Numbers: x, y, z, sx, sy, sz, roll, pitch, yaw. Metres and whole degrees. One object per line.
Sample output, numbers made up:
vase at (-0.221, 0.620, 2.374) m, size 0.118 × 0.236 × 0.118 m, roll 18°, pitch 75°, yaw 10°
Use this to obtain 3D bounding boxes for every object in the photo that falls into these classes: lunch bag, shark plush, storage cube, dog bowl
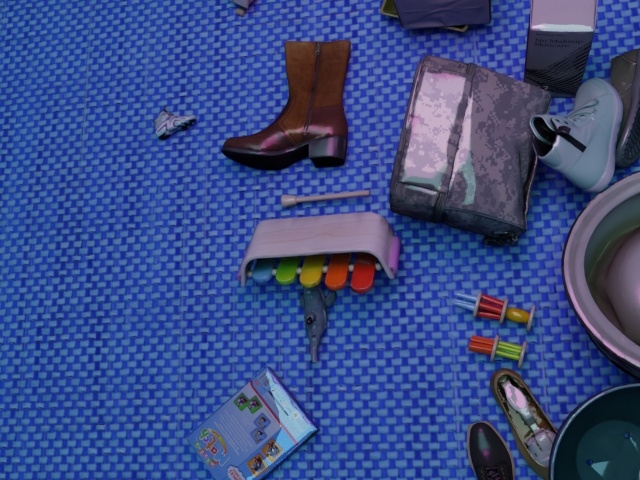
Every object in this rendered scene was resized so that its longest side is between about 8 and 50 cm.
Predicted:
lunch bag at (0.278, -0.161, 1.464) m, size 0.256 × 0.212 × 0.304 m, roll 13°, pitch 82°, yaw 10°
shark plush at (-0.022, 0.154, 1.530) m, size 0.073 × 0.067 × 0.161 m, roll 8°, pitch 78°, yaw 15°
storage cube at (0.238, -0.536, 1.527) m, size 0.184 × 0.215 × 0.193 m, roll 0°, pitch 83°, yaw 13°
dog bowl at (0.615, 0.075, 1.310) m, size 0.408 × 0.150 × 0.407 m, roll -8°, pitch 57°, yaw 13°

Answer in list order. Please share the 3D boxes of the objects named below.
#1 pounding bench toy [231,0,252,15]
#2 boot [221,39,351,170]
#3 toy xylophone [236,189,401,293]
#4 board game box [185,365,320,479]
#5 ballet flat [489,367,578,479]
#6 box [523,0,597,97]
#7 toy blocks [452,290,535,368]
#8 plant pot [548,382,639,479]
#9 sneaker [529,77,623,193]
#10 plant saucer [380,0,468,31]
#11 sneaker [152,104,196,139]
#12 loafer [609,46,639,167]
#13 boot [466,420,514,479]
pounding bench toy at (-0.165, -0.548, 1.756) m, size 0.052 × 0.083 × 0.065 m, roll 29°, pitch 53°, yaw 16°
boot at (-0.070, -0.293, 1.643) m, size 0.264 × 0.096 × 0.280 m, roll -3°, pitch 75°, yaw 13°
toy xylophone at (0.000, 0.000, 1.532) m, size 0.323 × 0.081 × 0.236 m, roll 1°, pitch 39°, yaw 20°
board game box at (-0.131, 0.371, 1.516) m, size 0.211 × 0.039 × 0.160 m, roll -41°, pitch 70°, yaw 0°
ballet flat at (0.370, 0.330, 1.389) m, size 0.080 × 0.073 × 0.232 m, roll -33°, pitch 71°, yaw 1°
box at (0.432, -0.359, 1.444) m, size 0.113 × 0.275 × 0.094 m, roll 5°, pitch 78°, yaw 14°
toy blocks at (0.309, 0.159, 1.458) m, size 0.148 × 0.054 × 0.123 m, roll 14°, pitch 79°, yaw 16°
plant pot at (0.502, 0.369, 1.272) m, size 0.291 × 0.195 × 0.290 m, roll -1°, pitch 84°, yaw 6°
sneaker at (0.450, -0.220, 1.406) m, size 0.151 × 0.094 × 0.255 m, roll 26°, pitch 54°, yaw -18°
plant saucer at (0.244, -0.528, 1.654) m, size 0.188 × 0.045 × 0.188 m, roll 18°, pitch 81°, yaw 17°
sneaker at (-0.323, -0.270, 1.726) m, size 0.098 × 0.038 × 0.069 m, roll -23°, pitch 73°, yaw 6°
loafer at (0.570, -0.250, 1.493) m, size 0.088 × 0.094 × 0.251 m, roll 3°, pitch 65°, yaw 39°
boot at (0.300, 0.406, 1.353) m, size 0.077 × 0.137 × 0.197 m, roll -20°, pitch 72°, yaw 8°
